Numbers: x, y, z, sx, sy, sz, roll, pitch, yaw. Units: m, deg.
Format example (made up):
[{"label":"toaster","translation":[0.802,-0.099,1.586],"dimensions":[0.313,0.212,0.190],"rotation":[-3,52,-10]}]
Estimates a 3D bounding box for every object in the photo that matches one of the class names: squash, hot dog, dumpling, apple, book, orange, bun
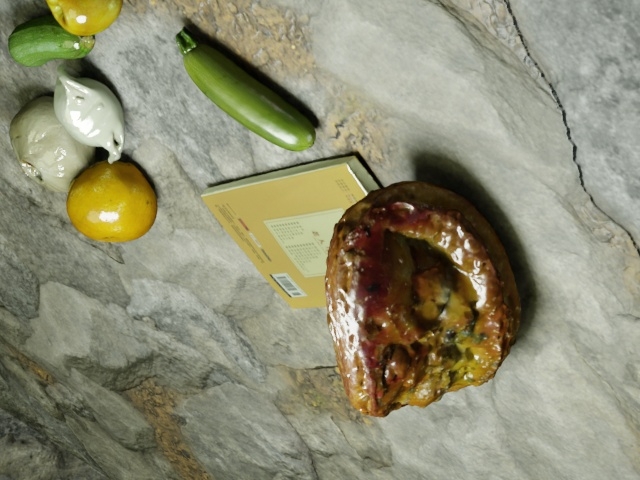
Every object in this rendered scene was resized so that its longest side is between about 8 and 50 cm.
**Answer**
[{"label":"squash","translation":[-0.426,-0.313,2.111],"dimensions":[0.219,0.068,0.077],"rotation":[-2,134,50]},{"label":"squash","translation":[-0.113,-0.205,1.909],"dimensions":[0.252,0.066,0.066],"rotation":[38,149,7]},{"label":"hot dog","translation":[0.133,0.096,1.863],"dimensions":[0.174,0.267,0.387],"rotation":[53,160,45]},{"label":"dumpling","translation":[-0.376,-0.217,2.173],"dimensions":[0.169,0.100,0.134],"rotation":[35,-168,-29]},{"label":"apple","translation":[-0.342,-0.351,1.939],"dimensions":[0.114,0.102,0.099],"rotation":[48,150,-11]},{"label":"book","translation":[0.000,0.000,2.079],"dimensions":[0.389,0.032,0.269],"rotation":[-7,127,51]},{"label":"orange","translation":[-0.351,-0.065,2.278],"dimensions":[0.155,0.134,0.154],"rotation":[6,170,1]},{"label":"bun","translation":[-0.463,-0.154,2.308],"dimensions":[0.173,0.113,0.166],"rotation":[51,148,-12]}]
